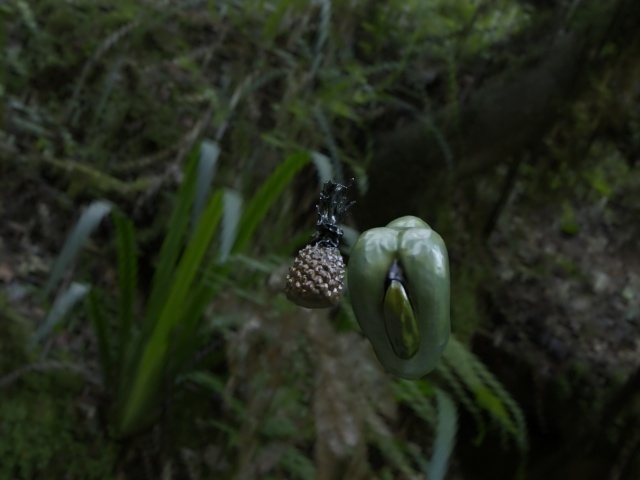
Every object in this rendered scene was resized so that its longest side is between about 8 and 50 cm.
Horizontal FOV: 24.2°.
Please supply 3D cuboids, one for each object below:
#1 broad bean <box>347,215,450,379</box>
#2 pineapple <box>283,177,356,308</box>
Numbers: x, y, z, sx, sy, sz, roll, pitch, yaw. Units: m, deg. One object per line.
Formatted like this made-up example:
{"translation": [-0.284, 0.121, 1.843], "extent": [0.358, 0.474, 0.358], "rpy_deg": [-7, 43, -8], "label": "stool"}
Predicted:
{"translation": [0.090, 0.060, 1.514], "extent": [0.100, 0.169, 0.228], "rpy_deg": [-1, 1, 12], "label": "broad bean"}
{"translation": [0.000, 0.000, 1.395], "extent": [0.058, 0.124, 0.058], "rpy_deg": [7, -18, 2], "label": "pineapple"}
